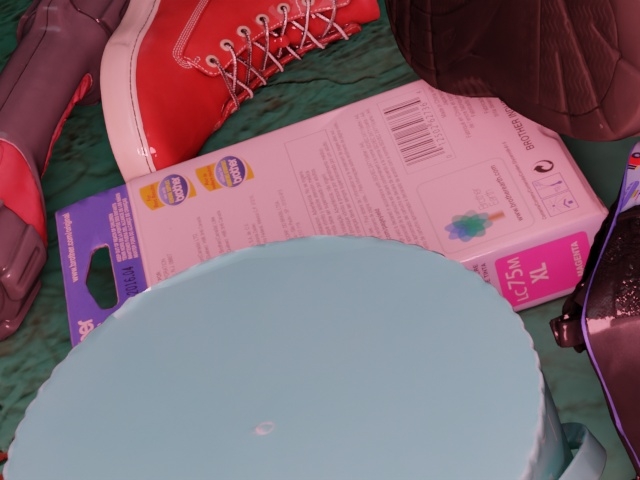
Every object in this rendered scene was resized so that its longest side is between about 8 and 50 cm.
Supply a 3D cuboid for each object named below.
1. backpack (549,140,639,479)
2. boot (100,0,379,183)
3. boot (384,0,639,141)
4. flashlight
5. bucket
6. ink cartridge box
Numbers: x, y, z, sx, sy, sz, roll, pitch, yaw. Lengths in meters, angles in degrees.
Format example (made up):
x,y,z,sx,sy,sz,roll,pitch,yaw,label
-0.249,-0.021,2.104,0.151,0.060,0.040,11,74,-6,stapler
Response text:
x,y,z,sx,sy,sz,roll,pitch,yaw,label
0.198,0.033,0.852,0.117,0.158,0.173,-9,36,27,backpack
-0.050,-0.124,1.190,0.176,0.088,0.244,-8,37,12,boot
0.212,-0.158,1.022,0.284,0.138,0.377,-7,19,-18,boot
-0.198,-0.065,1.177,0.103,0.103,0.304,-37,22,36,flashlight
0.000,0.143,0.784,0.281,0.183,0.281,-11,40,10,bucket
0.000,0.000,1.043,0.311,0.065,0.186,-17,38,-2,ink cartridge box
